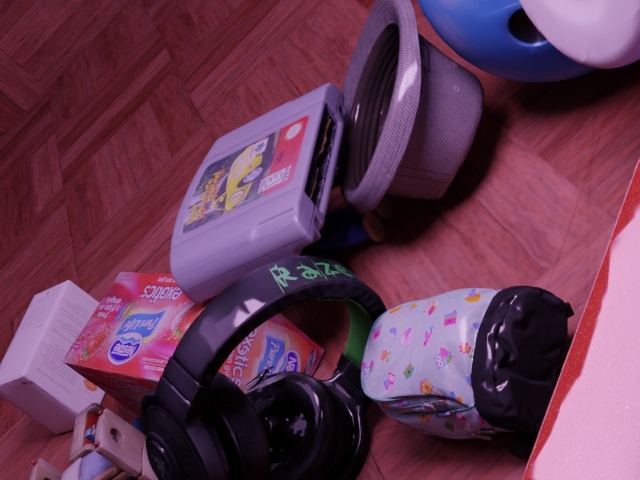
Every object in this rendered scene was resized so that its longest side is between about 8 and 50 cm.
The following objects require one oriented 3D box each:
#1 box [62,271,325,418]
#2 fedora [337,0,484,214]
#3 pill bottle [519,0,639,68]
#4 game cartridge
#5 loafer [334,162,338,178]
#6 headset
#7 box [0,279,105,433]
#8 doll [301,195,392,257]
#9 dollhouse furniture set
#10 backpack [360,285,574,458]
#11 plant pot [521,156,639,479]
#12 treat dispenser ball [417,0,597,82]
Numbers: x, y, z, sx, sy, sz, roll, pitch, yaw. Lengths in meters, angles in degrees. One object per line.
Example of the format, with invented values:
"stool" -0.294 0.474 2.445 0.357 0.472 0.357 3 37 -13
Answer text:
"box" -0.158 0.139 1.426 0.300 0.154 0.142 1 55 54
"fedora" 0.109 -0.148 1.389 0.275 0.124 0.244 -95 22 -53
"pill bottle" 0.369 -0.326 1.057 0.392 0.224 0.224 -27 23 -16
"game cartridge" -0.074 -0.058 1.375 0.196 0.060 0.294 -28 28 27
"loafer" -0.052 -0.098 1.657 0.251 0.094 0.087 -19 27 36
"headset" -0.085 0.183 1.175 0.185 0.243 0.394 38 112 40
"box" -0.370 0.168 1.715 0.091 0.130 0.170 -21 38 40
"doll" 0.000 0.000 1.487 0.189 0.046 0.129 -22 37 40
"dollhouse furniture set" -0.258 0.248 1.453 0.129 0.129 0.184 -37 30 20
"backpack" 0.127 0.112 1.091 0.182 0.115 0.152 -16 44 49
"plant pot" 0.304 0.126 0.690 0.235 0.267 0.267 1 54 42
"treat dispenser ball" 0.237 -0.314 1.284 0.288 0.288 0.288 -35 31 24
